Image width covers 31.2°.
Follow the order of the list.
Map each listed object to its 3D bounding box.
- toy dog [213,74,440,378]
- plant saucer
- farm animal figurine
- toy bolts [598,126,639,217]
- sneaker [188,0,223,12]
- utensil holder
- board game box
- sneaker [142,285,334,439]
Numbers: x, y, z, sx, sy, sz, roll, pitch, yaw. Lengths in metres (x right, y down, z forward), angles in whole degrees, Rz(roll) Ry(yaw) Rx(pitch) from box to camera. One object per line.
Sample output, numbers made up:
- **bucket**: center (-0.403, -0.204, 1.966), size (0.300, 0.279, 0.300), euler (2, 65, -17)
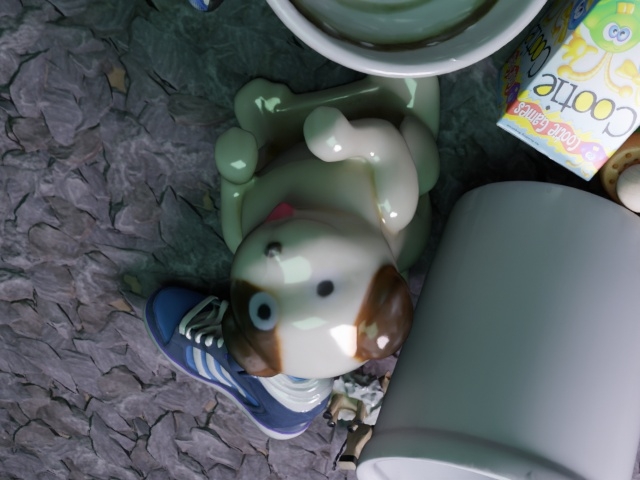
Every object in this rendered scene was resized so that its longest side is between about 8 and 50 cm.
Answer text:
- **toy dog**: center (0.000, 0.000, 1.437), size (0.284, 0.408, 0.396), euler (-2, 122, 14)
- **plant saucer**: center (0.093, -0.389, 1.298), size (0.400, 0.100, 0.401), euler (-3, 104, -13)
- **farm animal figurine**: center (0.180, 0.319, 1.766), size (0.326, 0.172, 0.330), euler (6, 132, 23)
- **toy bolts**: center (0.485, -0.063, 1.445), size (0.228, 0.158, 0.218), euler (-19, 117, 22)
- **sneaker**: center (-0.203, -0.431, 1.389), size (0.147, 0.130, 0.330), euler (-8, 119, 33)
- **utensil holder**: center (0.258, 0.166, 1.450), size (0.327, 0.386, 0.328), euler (17, 154, 9)
- **board game box**: center (0.347, -0.235, 1.369), size (0.142, 0.144, 0.275), euler (30, 123, -11)
- **sneaker**: center (-0.113, 0.131, 1.644), size (0.322, 0.130, 0.236), euler (40, 146, 13)
